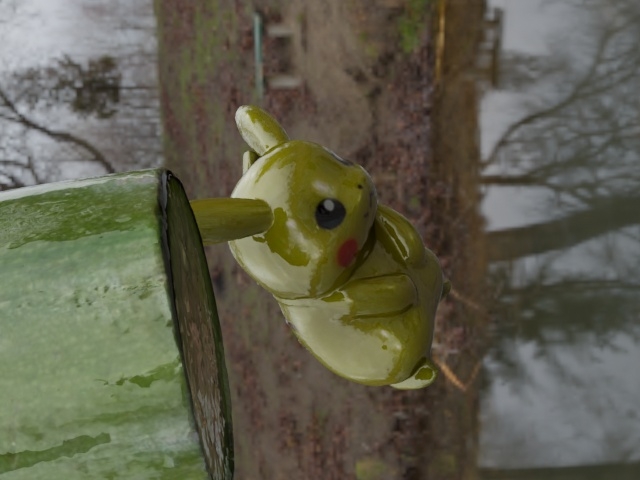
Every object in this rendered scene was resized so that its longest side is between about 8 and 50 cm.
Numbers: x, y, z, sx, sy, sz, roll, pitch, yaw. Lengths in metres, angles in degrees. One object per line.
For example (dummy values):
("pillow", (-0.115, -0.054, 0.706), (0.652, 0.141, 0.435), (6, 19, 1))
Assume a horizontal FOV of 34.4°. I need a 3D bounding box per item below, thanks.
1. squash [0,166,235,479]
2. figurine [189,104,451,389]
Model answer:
("squash", (-0.273, 0.101, 0.781), (0.263, 0.384, 0.263), (-10, -90, -89))
("figurine", (0.004, 0.005, 1.045), (0.326, 0.169, 0.218), (54, -149, -32))
